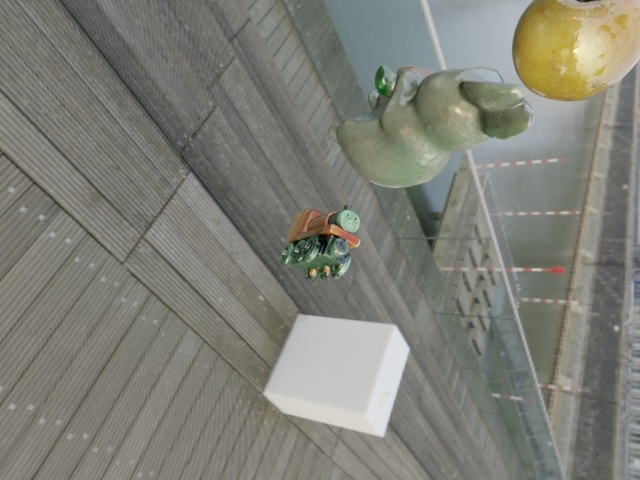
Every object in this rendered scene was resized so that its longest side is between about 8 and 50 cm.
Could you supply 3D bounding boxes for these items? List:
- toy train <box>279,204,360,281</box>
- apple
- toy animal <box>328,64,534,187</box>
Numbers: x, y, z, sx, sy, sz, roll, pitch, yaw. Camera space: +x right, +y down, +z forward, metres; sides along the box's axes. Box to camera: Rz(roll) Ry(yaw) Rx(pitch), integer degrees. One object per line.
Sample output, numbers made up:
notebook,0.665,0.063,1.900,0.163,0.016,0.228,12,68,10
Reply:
toy train,0.000,0.000,0.453,0.044,0.103,0.064,31,72,-21
apple,0.379,-0.294,0.741,0.155,0.182,0.183,69,38,-48
toy animal,0.128,-0.128,0.527,0.127,0.251,0.126,21,79,-31
